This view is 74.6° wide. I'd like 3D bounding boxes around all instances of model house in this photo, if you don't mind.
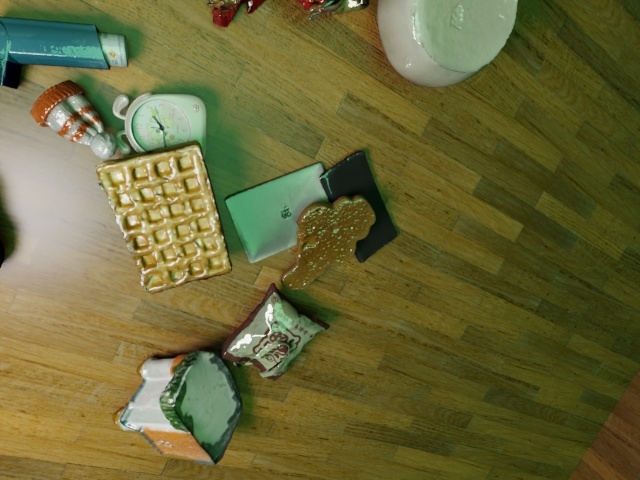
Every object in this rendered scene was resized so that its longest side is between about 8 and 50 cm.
[{"bbox_3d":[-0.394,0.420,1.084,0.300,0.190,0.272,-7,125,17],"label":"model house"}]

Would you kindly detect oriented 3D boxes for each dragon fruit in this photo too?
[{"bbox_3d":[-0.174,-0.546,0.894,0.092,0.122,0.192,36,98,14],"label":"dragon fruit"}]

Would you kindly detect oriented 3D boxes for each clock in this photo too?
[{"bbox_3d":[-0.347,-0.247,0.918,0.190,0.062,0.152,0,108,-19],"label":"clock"}]

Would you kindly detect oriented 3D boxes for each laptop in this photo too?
[{"bbox_3d":[-0.092,-0.072,1.090,0.268,0.015,0.188,-23,113,-11],"label":"laptop"}]

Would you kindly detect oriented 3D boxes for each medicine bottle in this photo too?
[{"bbox_3d":[-0.512,-0.360,0.815,0.258,0.079,0.124,-6,104,-18],"label":"medicine bottle"}]

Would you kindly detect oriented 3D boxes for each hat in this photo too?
[{"bbox_3d":[-0.482,-0.231,0.848,0.112,0.093,0.162,-45,108,-3],"label":"hat"}]

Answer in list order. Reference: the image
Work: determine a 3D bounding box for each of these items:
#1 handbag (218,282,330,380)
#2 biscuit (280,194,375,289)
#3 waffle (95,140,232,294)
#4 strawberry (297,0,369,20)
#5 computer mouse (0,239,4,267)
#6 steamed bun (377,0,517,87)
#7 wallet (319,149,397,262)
[{"bbox_3d":[-0.120,0.258,1.125,0.213,0.127,0.235,38,94,-27],"label":"handbag"},{"bbox_3d":[0.005,0.006,1.108,0.183,0.047,0.320,26,107,-19],"label":"biscuit"},{"bbox_3d":[-0.328,-0.044,0.921,0.212,0.091,0.308,-15,114,-11],"label":"waffle"},{"bbox_3d":[-0.018,-0.620,0.885,0.233,0.137,0.307,-34,104,-41],"label":"strawberry"},{"bbox_3d":[-0.723,-0.025,0.833,0.137,0.096,0.234,-12,116,-36],"label":"computer mouse"},{"bbox_3d":[0.279,-0.524,0.970,0.323,0.206,0.325,-7,112,-19],"label":"steamed bun"},{"bbox_3d":[0.108,-0.090,1.142,0.146,0.030,0.286,-33,114,-12],"label":"wallet"}]
